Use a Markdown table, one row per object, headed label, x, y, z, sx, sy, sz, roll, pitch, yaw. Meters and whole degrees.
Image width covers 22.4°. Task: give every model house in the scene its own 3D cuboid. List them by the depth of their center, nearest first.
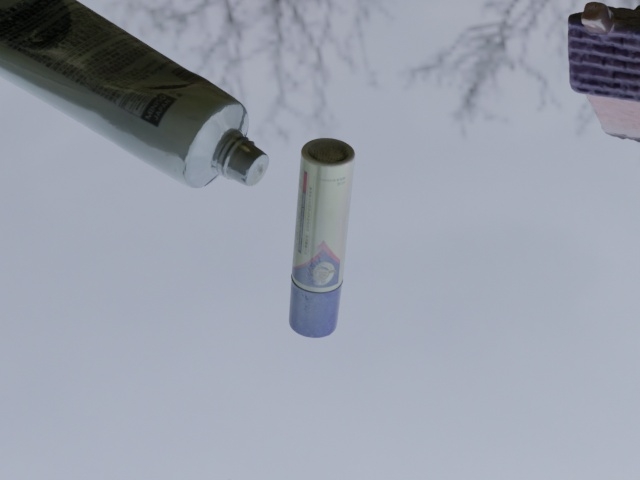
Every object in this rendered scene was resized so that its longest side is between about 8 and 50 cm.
| label | x | y | z | sx | sy | sz | roll | pitch | yaw |
| --- | --- | --- | --- | --- | --- | --- | --- | --- | --- |
| model house | 0.427 | -0.233 | 1.882 | 0.237 | 0.202 | 0.237 | 18 | 167 | 32 |

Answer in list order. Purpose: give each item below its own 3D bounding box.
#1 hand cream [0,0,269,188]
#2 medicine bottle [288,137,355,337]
| label | x | y | z | sx | sy | sz | roll | pitch | yaw |
| --- | --- | --- | --- | --- | --- | --- | --- | --- | --- |
| hand cream | -0.182 | -0.133 | 1.334 | 0.341 | 0.077 | 0.124 | 31 | -131 | 24 |
| medicine bottle | 0.000 | 0.000 | 1.769 | 0.059 | 0.231 | 0.059 | 3 | -146 | -2 |
